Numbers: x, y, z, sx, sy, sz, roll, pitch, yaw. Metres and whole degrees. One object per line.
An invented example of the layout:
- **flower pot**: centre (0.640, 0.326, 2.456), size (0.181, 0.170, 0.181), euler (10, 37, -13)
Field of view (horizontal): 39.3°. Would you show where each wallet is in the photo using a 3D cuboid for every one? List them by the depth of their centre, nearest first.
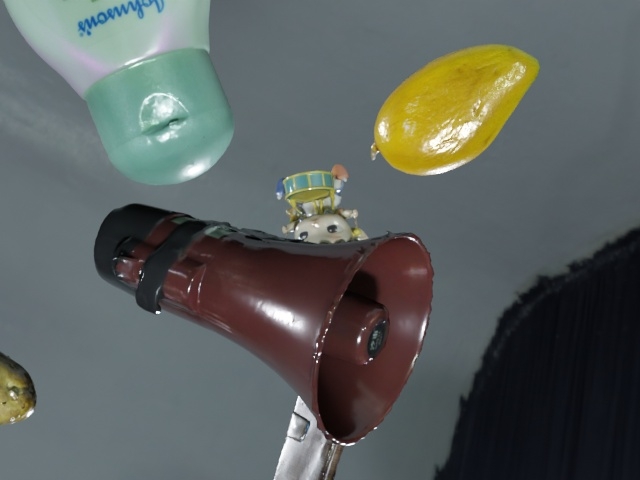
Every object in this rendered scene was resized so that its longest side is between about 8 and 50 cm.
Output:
- **wallet**: centre (-0.005, 0.339, 1.562), size (0.124, 0.230, 0.042), euler (14, 177, 44)

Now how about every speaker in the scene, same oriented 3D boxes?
- **speaker**: centre (-0.041, 0.026, 0.897), size (0.329, 0.259, 0.198), euler (24, 133, 36)

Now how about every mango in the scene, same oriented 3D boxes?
- **mango**: centre (0.218, -0.218, 1.495), size (0.317, 0.176, 0.119), euler (-36, 171, 17)

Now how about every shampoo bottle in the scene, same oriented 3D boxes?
- **shampoo bottle**: centre (-0.209, -0.228, 0.971), size (0.222, 0.349, 0.151), euler (-22, -178, -6)

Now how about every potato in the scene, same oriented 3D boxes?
- **potato**: centre (-0.218, 0.087, 0.572), size (0.083, 0.040, 0.051), euler (36, 171, -3)

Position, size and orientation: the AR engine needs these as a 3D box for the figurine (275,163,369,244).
- **figurine**: centre (0.003, 0.001, 1.668), size (0.161, 0.275, 0.158), euler (-16, 168, 16)
